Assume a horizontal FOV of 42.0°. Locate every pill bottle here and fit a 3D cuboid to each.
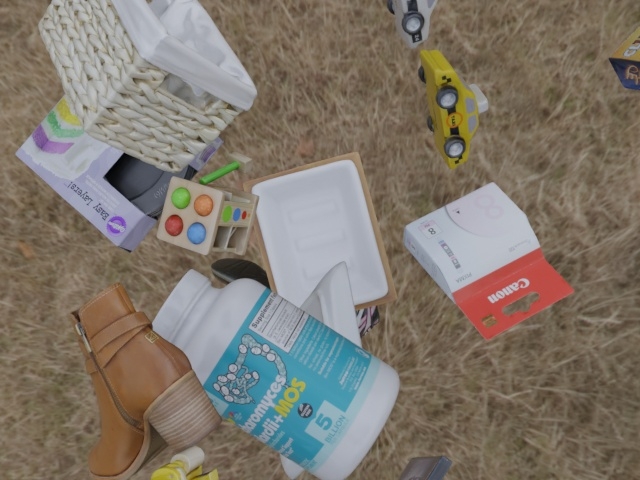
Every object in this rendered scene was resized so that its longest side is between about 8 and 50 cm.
[{"bbox_3d":[-0.056,0.140,0.919,0.264,0.146,0.146,32,83,0],"label":"pill bottle"}]

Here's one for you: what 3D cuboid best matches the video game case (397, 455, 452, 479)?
[{"bbox_3d":[0.153,0.489,1.547,0.026,0.274,0.196,35,75,4],"label":"video game case"}]

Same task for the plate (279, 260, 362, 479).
[{"bbox_3d":[-0.020,0.215,1.399,0.045,0.278,0.277,13,44,-25],"label":"plate"}]

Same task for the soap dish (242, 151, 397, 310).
[{"bbox_3d":[0.000,0.000,1.598,0.228,0.118,0.291,-15,91,3],"label":"soap dish"}]

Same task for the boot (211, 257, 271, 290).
[{"bbox_3d":[-0.145,0.150,1.828,0.236,0.085,0.179,21,123,28],"label":"boot"}]

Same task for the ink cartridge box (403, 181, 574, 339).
[{"bbox_3d":[0.278,0.026,1.377,0.189,0.066,0.232,-26,51,-17],"label":"ink cartridge box"}]

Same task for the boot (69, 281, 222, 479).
[{"bbox_3d":[-0.183,0.129,0.749,0.197,0.073,0.152,-34,92,38],"label":"boot"}]

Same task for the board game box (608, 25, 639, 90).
[{"bbox_3d":[0.404,-0.224,0.751,0.243,0.165,0.042,-45,119,-6],"label":"board game box"}]

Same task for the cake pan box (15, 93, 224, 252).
[{"bbox_3d":[-0.328,-0.149,1.375,0.267,0.070,0.246,41,91,14],"label":"cake pan box"}]

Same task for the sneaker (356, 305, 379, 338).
[{"bbox_3d":[0.083,0.166,1.694,0.077,0.072,0.178,22,89,-30],"label":"sneaker"}]

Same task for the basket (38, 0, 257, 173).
[{"bbox_3d":[-0.145,-0.149,0.674,0.103,0.113,0.167,-46,52,16],"label":"basket"}]

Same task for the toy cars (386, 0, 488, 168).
[{"bbox_3d":[0.184,-0.314,1.328,0.087,0.176,0.394,-18,88,-2],"label":"toy cars"}]

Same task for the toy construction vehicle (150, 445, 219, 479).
[{"bbox_3d":[-0.067,0.166,0.454,0.035,0.086,0.098,-6,84,15],"label":"toy construction vehicle"}]

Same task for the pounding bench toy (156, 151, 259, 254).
[{"bbox_3d":[-0.089,-0.034,0.681,0.052,0.065,0.083,17,96,25],"label":"pounding bench toy"}]
